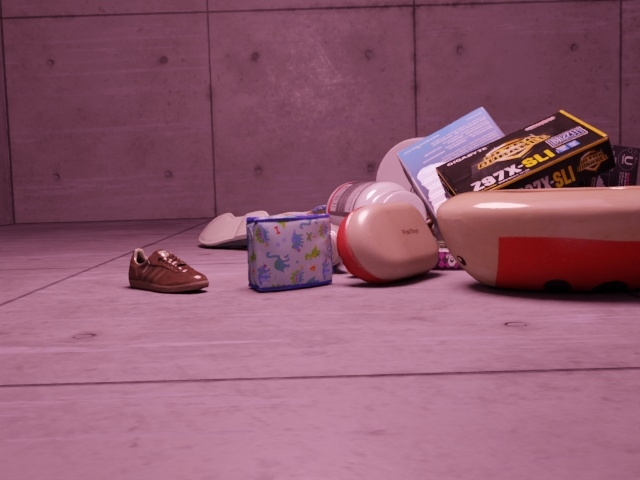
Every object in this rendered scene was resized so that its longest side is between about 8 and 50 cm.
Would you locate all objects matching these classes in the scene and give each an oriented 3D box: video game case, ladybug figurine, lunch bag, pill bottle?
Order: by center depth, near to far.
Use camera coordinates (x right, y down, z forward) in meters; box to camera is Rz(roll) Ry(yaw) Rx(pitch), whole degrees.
[{"bbox_3d":[0.417,-0.005,1.229,0.449,0.162,0.305,-1,4,15],"label":"ladybug figurine"},{"bbox_3d":[-0.051,0.018,1.326,0.151,0.129,0.096,-4,6,-19],"label":"lunch bag"},{"bbox_3d":[0.249,0.028,1.602,0.210,0.042,0.232,1,5,16],"label":"video game case"},{"bbox_3d":[0.146,-0.067,1.959,0.176,0.176,0.318,-3,6,-19],"label":"pill bottle"}]

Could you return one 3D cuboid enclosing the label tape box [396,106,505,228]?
[{"bbox_3d":[0.376,-0.127,1.831,0.249,0.348,0.115,-28,-31,2],"label":"label tape box"}]

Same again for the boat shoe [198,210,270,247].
[{"bbox_3d":[-0.226,-0.010,2.096,0.319,0.116,0.099,-6,-43,48],"label":"boat shoe"}]

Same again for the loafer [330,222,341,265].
[{"bbox_3d":[0.000,0.000,1.621,0.111,0.112,0.319,-12,8,-20],"label":"loafer"}]

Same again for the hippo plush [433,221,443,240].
[{"bbox_3d":[0.442,-0.112,2.005,0.236,0.294,0.234,8,-25,22],"label":"hippo plush"}]

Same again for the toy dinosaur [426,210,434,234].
[{"bbox_3d":[0.281,-0.066,2.053,0.064,0.211,0.112,45,8,-45],"label":"toy dinosaur"}]

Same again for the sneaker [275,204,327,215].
[{"bbox_3d":[-0.014,-0.050,2.204,0.296,0.112,0.131,0,5,8],"label":"sneaker"}]

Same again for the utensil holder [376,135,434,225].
[{"bbox_3d":[0.402,-0.183,2.448,0.327,0.328,0.385,2,9,34],"label":"utensil holder"}]

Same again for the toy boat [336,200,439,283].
[{"bbox_3d":[0.105,0.019,1.399,0.151,0.151,0.231,-35,-15,32],"label":"toy boat"}]

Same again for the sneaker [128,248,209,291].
[{"bbox_3d":[-0.278,0.052,1.339,0.188,0.071,0.066,1,6,35],"label":"sneaker"}]

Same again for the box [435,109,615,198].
[{"bbox_3d":[0.435,-0.161,1.641,0.322,0.079,0.257,-24,23,5],"label":"box"}]

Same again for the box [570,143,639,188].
[{"bbox_3d":[0.626,-0.146,1.807,0.142,0.163,0.247,5,2,-15],"label":"box"}]
